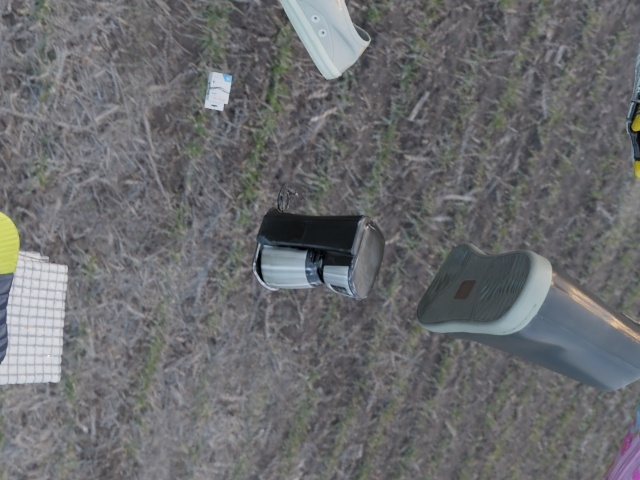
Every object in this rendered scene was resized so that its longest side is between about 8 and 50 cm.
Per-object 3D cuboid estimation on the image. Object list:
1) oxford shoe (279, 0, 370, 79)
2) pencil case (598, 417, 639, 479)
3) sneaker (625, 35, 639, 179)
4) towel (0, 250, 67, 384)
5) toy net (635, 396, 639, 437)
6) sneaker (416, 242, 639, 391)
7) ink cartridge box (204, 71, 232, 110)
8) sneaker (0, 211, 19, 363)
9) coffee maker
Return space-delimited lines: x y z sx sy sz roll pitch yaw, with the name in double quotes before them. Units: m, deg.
"oxford shoe" -0.038 -0.500 1.329 0.130 0.169 0.449 -28 128 11
"pencil case" 0.369 0.227 0.749 0.124 0.124 0.284 -8 130 -28
"sneaker" 0.399 -0.166 0.830 0.093 0.088 0.225 -35 123 -39
"towel" -0.585 0.129 1.248 0.284 0.121 0.234 12 76 -55
"toy net" 0.341 0.118 0.555 0.122 0.232 0.045 -42 95 -18
"sneaker" 0.158 0.066 0.582 0.118 0.222 0.083 31 87 -8
"ink cartridge box" -0.239 -0.348 1.698 0.048 0.028 0.083 6 100 -27
"sneaker" -0.180 0.026 0.339 0.053 0.059 0.144 -15 142 -51
"coffee maker" 0.000 0.000 1.129 0.120 0.178 0.171 3 90 -63
